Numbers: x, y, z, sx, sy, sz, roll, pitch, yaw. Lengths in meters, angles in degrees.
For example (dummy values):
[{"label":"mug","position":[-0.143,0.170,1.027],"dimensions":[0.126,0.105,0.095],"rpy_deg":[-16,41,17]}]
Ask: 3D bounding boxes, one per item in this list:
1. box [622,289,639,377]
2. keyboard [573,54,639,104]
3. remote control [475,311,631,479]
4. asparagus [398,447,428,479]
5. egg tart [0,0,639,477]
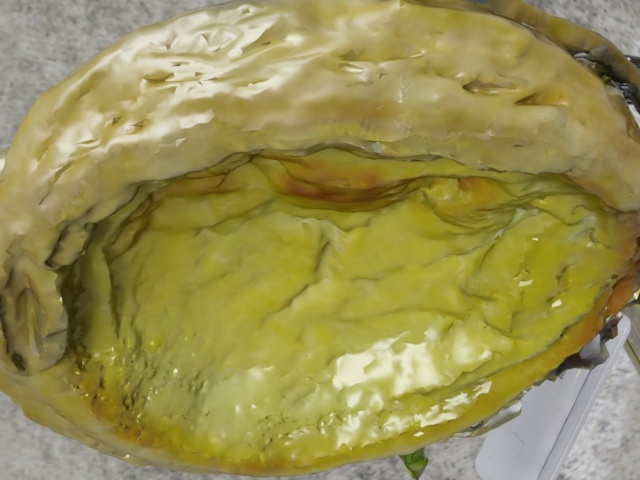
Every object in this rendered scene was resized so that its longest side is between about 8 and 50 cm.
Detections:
[{"label":"box","position":[0.381,0.108,1.262],"dimensions":[0.041,0.279,0.153],"rpy_deg":[-29,84,3]},{"label":"keyboard","position":[0.165,-0.132,0.916],"dimensions":[0.262,0.106,0.016],"rpy_deg":[7,85,41]},{"label":"remote control","position":[0.246,0.171,1.182],"dimensions":[0.103,0.034,0.250],"rpy_deg":[45,118,56]},{"label":"asparagus","position":[0.134,0.210,1.596],"dimensions":[0.082,0.085,0.343],"rpy_deg":[-120,33,-60]},{"label":"egg tart","position":[0.000,0.000,0.423],"dimensions":[0.278,0.279,0.095],"rpy_deg":[-29,49,21]}]
